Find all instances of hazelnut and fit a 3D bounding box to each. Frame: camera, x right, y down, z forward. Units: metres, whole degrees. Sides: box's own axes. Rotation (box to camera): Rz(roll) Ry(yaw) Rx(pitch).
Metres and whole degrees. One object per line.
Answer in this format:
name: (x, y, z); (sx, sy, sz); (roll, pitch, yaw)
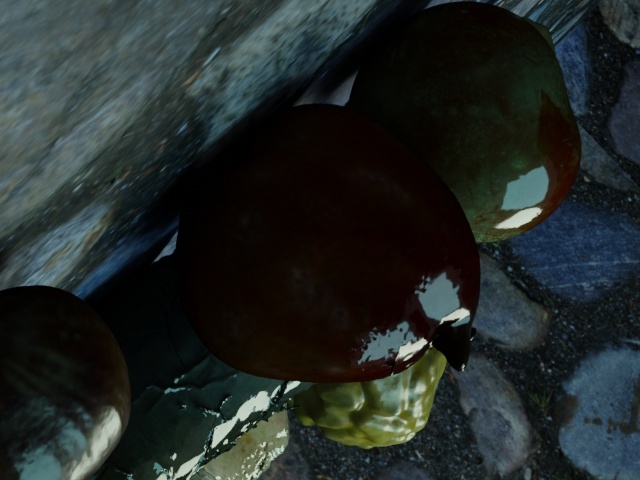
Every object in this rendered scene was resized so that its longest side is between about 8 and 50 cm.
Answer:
hazelnut: (-0.254, 0.127, 1.261); (0.212, 0.181, 0.181); (-41, -156, -17)

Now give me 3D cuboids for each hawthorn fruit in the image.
hawthorn fruit: (0.006, 0.005, 1.635); (0.311, 0.295, 0.295); (1, -178, 8)

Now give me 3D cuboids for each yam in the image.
yam: (-0.185, 0.169, 1.779); (0.348, 0.241, 0.241); (-39, 175, -38)

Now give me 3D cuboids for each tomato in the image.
tomato: (0.146, -0.120, 1.786); (0.223, 0.270, 0.270); (-23, 169, -21)

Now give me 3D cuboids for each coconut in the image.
coconut: (-0.199, 0.268, 2.582); (0.297, 0.254, 0.297); (-43, -165, 15)

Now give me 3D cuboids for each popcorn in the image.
popcorn: (0.021, 0.098, 2.157); (0.349, 0.382, 0.349); (11, 90, -81)

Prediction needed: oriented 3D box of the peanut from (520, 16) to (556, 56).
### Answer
peanut: (0.182, -0.175, 2.302); (0.387, 0.169, 0.192); (-46, 173, -11)
